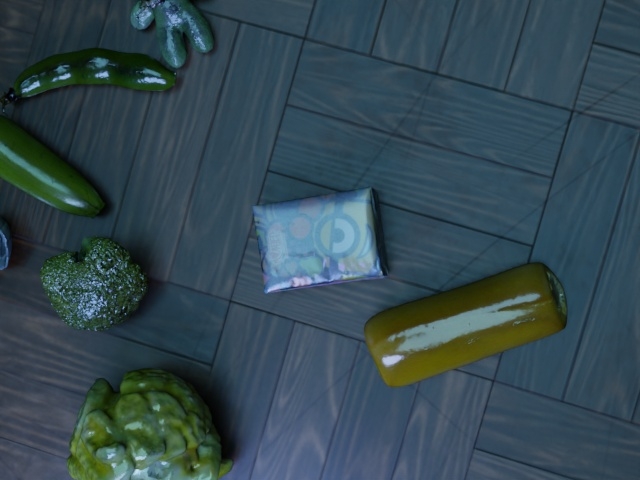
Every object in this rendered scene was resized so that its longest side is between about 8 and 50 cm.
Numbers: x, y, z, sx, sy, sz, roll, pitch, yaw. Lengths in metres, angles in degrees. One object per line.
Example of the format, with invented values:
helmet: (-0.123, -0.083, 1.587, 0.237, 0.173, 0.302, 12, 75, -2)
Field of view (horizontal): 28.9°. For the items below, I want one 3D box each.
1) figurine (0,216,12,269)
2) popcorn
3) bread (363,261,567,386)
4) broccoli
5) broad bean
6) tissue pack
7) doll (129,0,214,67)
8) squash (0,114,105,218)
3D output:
figurine: (-0.423, -0.004, 1.531, 0.082, 0.094, 0.086, -14, 53, -27)
popcorn: (-0.205, 0.245, 1.465, 0.185, 0.167, 0.187, -20, 123, -15)
bread: (0.170, 0.096, 1.448, 0.239, 0.074, 0.093, -20, 82, 8)
broccoli: (-0.273, 0.050, 1.498, 0.130, 0.131, 0.120, -25, 48, 20)
broad bean: (-0.288, -0.202, 1.533, 0.226, 0.039, 0.069, -9, 83, 9)
tissue pack: (0.000, 0.000, 1.478, 0.148, 0.060, 0.109, -8, 88, 8)
doll: (-0.185, -0.289, 1.503, 0.115, 0.077, 0.150, -27, 97, 14)
squash: (-0.353, -0.090, 1.532, 0.201, 0.066, 0.066, 33, 95, 1)
